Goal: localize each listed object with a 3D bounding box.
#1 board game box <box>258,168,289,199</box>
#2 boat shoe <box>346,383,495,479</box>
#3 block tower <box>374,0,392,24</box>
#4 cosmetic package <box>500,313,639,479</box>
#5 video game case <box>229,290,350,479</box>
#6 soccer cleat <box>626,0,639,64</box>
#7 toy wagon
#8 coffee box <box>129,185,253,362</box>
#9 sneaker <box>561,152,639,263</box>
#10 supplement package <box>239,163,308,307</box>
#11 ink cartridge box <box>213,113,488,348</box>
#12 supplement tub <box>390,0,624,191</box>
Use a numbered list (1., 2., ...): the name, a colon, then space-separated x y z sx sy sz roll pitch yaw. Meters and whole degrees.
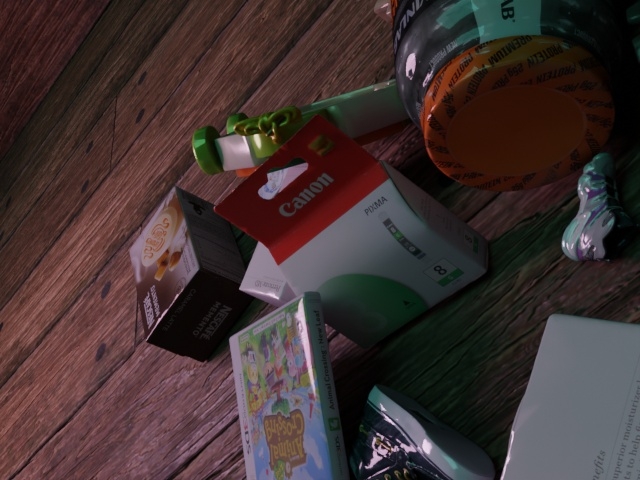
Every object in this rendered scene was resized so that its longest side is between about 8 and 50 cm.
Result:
1. board game box: -0.064 -0.094 1.289 0.090 0.020 0.090 -52 32 19
2. boat shoe: 0.087 0.203 0.792 0.083 0.065 0.183 -68 25 4
3. block tower: 0.159 -0.409 1.124 0.091 0.097 0.335 -14 54 51
4. cosmetic package: 0.229 0.145 0.523 0.183 0.151 0.151 3 70 57
5. video game case: -0.041 0.174 0.935 0.212 0.023 0.193 -35 61 57
6. soccer cleat: 0.328 -0.255 0.750 0.143 0.116 0.331 -21 50 28
7. toy wagon: -0.008 -0.131 0.982 0.267 0.068 0.344 -15 12 18
8. coffee box: -0.198 0.046 1.305 0.141 0.098 0.246 -53 32 17
9. sneaker: 0.250 -0.026 0.744 0.069 0.038 0.098 12 87 57
10. supplement package: 0.000 0.000 1.033 0.105 0.105 0.179 7 73 57
11. ink cartridge box: 0.026 0.001 0.875 0.181 0.224 0.056 -38 29 37
12. supplement tub: 0.171 -0.226 0.850 0.207 0.207 0.338 -36 39 37
